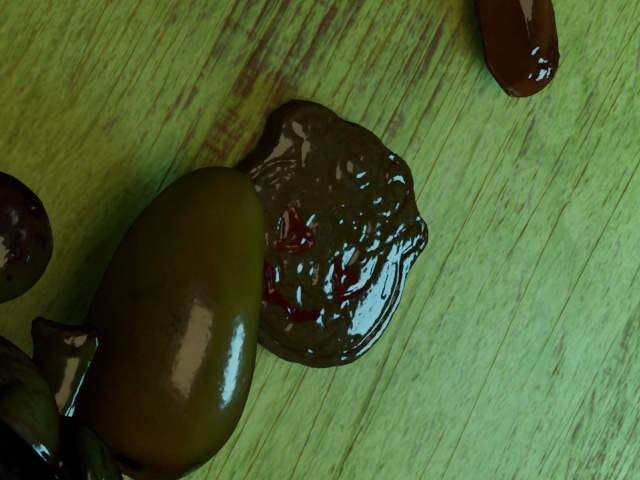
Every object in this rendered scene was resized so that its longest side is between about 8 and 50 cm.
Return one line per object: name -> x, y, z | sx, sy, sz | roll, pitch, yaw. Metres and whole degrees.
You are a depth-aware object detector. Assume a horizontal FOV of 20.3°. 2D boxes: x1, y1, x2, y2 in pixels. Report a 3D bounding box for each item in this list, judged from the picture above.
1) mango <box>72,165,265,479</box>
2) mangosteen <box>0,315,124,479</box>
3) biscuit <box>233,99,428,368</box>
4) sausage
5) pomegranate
mango -> -0.138, 0.078, 1.722 | 0.173, 0.211, 0.317 | 17, 87, 4
mangosteen -> -0.358, 0.234, 1.527 | 0.435, 0.382, 0.382 | -48, 129, -48
biscuit -> 0.001, 0.000, 1.901 | 0.273, 0.049, 0.257 | 43, 76, -37
sausage -> 0.216, -0.240, 1.967 | 0.089, 0.089, 0.179 | -31, 121, -26
pomegranate -> -0.325, -0.004, 1.629 | 0.159, 0.129, 0.129 | -1, 108, 9
